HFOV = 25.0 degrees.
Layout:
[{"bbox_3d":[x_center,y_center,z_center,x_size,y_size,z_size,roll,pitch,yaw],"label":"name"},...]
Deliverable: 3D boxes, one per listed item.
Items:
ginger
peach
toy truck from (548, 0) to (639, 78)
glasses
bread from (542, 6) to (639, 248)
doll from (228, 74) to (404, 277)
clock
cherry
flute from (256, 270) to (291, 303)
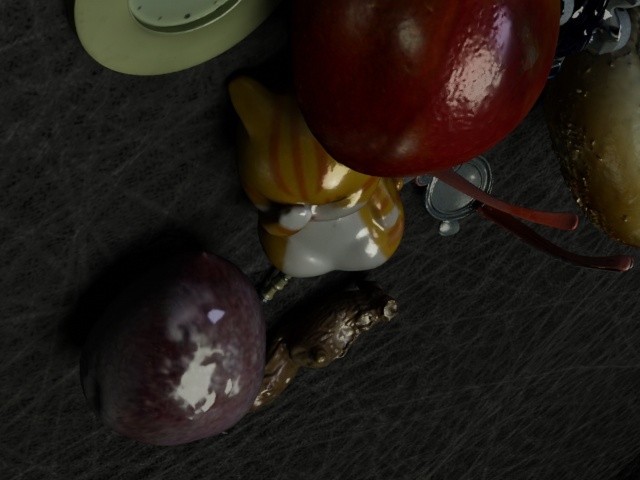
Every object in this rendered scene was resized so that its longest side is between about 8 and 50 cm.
[{"bbox_3d":[-0.028,0.150,1.878,0.290,0.122,0.084,-34,121,0],"label":"ginger"},{"bbox_3d":[0.093,-0.179,1.302,0.249,0.245,0.274,1,116,-24],"label":"peach"},{"bbox_3d":[0.237,-0.297,1.412,0.146,0.175,0.367,-18,147,-35],"label":"toy truck"},{"bbox_3d":[0.208,-0.026,1.704,0.118,0.268,0.234,-53,143,3],"label":"glasses"},{"bbox_3d":[0.360,-0.131,1.715,0.159,0.305,0.305,-16,161,25],"label":"bread"},{"bbox_3d":[0.000,-0.065,1.516,0.167,0.162,0.269,-10,157,4],"label":"doll"},{"bbox_3d":[-0.114,-0.240,1.260,0.235,0.029,0.235,-26,151,-16],"label":"clock"},{"bbox_3d":[-0.158,0.127,1.603,0.213,0.183,0.266,-22,134,-43],"label":"cherry"},{"bbox_3d":[0.000,0.000,1.719,0.027,0.027,0.233,0,143,-49],"label":"flute"}]
